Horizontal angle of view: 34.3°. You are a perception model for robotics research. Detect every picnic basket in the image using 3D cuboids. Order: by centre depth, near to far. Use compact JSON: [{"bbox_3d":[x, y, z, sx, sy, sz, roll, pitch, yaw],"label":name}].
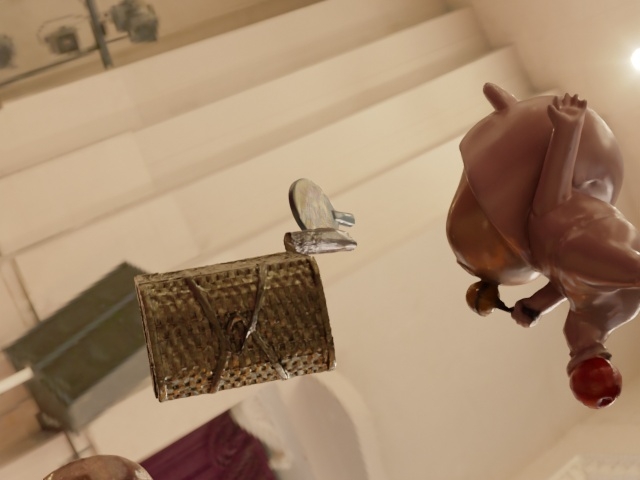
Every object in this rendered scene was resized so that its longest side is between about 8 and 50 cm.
[{"bbox_3d":[-0.096,0.091,1.137,0.154,0.196,0.134,-178,-101,-79],"label":"picnic basket"}]

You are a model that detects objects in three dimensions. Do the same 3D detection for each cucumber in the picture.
[{"bbox_3d":[0.001,-0.001,1.297,0.034,0.134,0.033,-41,-111,37],"label":"cucumber"}]

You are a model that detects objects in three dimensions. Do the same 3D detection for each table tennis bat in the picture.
[{"bbox_3d":[0.003,-0.036,1.442,0.019,0.155,0.100,-27,-110,26],"label":"table tennis bat"}]

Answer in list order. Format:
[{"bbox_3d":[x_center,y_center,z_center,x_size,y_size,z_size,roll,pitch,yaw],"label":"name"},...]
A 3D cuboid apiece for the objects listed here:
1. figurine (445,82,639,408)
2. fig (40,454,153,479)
[{"bbox_3d":[0.192,-0.007,0.885,0.176,0.186,0.287,45,18,-48],"label":"figurine"},{"bbox_3d":[-0.270,0.351,1.287,0.207,0.175,0.175,-17,-81,61],"label":"fig"}]
